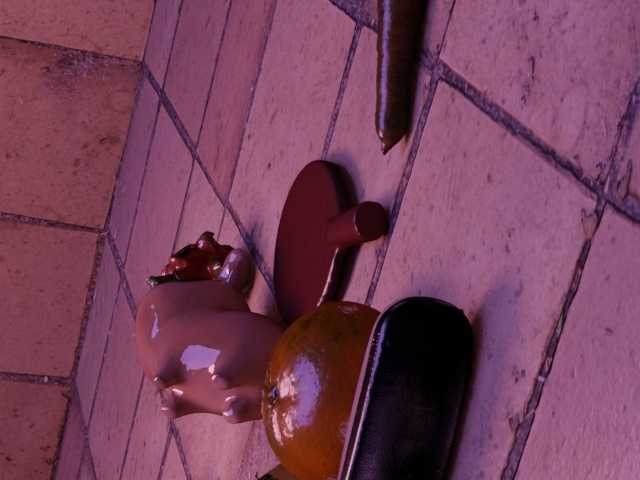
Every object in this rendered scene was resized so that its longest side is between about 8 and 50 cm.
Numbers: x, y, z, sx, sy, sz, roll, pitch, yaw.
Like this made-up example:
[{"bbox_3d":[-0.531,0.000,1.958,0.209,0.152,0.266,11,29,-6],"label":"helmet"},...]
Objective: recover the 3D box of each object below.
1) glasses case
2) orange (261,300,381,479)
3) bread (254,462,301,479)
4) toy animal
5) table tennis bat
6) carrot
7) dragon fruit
[{"bbox_3d":[0.094,0.216,1.480,0.075,0.122,0.314,-134,54,-73],"label":"glasses case"},{"bbox_3d":[0.016,0.196,1.629,0.240,0.171,0.240,-170,90,-71],"label":"orange"},{"bbox_3d":[-0.053,0.408,1.896,0.152,0.127,0.147,50,135,20],"label":"bread"},{"bbox_3d":[-0.167,0.174,2.050,0.326,0.269,0.237,9,119,29],"label":"toy animal"},{"bbox_3d":[0.000,0.000,1.936,0.415,0.051,0.268,156,119,-69],"label":"table tennis bat"},{"bbox_3d":[0.106,-0.286,1.742,0.070,0.070,0.342,-178,91,-70],"label":"carrot"},{"bbox_3d":[-0.219,0.064,2.285,0.137,0.236,0.135,-45,67,13],"label":"dragon fruit"}]
